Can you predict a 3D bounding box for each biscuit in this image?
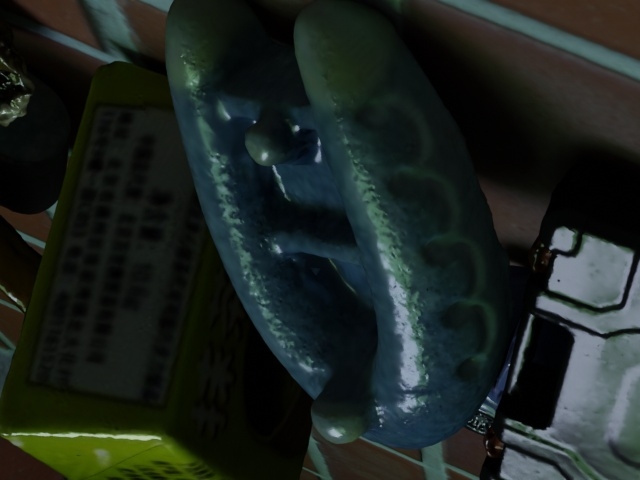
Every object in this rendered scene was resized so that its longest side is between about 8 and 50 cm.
[{"bbox_3d":[-0.259,0.022,1.597,0.359,0.046,0.359,43,173,6],"label":"biscuit"}]

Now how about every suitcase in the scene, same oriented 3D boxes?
[{"bbox_3d":[0.220,0.097,1.205,0.206,0.066,0.285,21,135,15],"label":"suitcase"}]

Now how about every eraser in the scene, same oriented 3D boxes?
[{"bbox_3d":[-0.303,-0.104,1.649,0.174,0.081,0.227,29,168,-3],"label":"eraser"}]

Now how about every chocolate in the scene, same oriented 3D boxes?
[{"bbox_3d":[-0.094,0.057,1.436,0.137,0.301,0.289,4,160,23],"label":"chocolate"}]

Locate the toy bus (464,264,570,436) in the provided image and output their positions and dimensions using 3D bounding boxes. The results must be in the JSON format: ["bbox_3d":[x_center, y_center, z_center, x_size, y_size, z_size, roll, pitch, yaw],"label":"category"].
[{"bbox_3d":[0.224,0.097,1.344,0.292,0.125,0.133,19,155,19],"label":"toy bus"}]

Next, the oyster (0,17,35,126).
[{"bbox_3d":[-0.334,-0.186,1.414,0.223,0.083,0.214,24,166,38],"label":"oyster"}]

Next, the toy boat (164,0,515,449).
[{"bbox_3d":[0.000,0.000,1.166,0.215,0.123,0.330,12,134,43],"label":"toy boat"}]
